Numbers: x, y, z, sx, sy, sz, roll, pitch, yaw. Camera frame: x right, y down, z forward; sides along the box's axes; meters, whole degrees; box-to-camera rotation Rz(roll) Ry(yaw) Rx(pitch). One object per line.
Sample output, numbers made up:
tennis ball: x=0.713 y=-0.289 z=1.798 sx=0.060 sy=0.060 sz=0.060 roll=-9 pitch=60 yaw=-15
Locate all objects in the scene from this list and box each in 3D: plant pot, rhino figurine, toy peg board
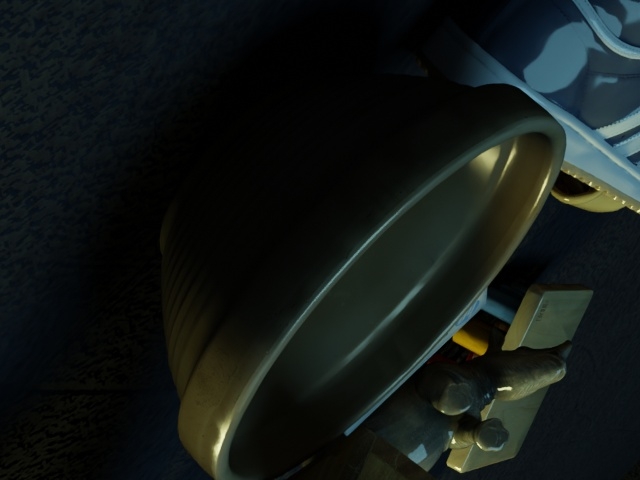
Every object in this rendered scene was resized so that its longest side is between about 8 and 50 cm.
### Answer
plant pot: x=0.000 y=0.000 z=0.909 sx=0.237 sy=0.110 sz=0.237 roll=-42 pitch=162 yaw=-17
rhino figurine: x=0.090 y=0.128 z=1.401 sx=0.243 sy=0.073 sz=0.106 roll=-28 pitch=-168 yaw=-20
toy peg board: x=0.140 y=0.097 z=1.556 sx=0.161 sy=0.079 sz=0.161 roll=-66 pitch=160 yaw=8

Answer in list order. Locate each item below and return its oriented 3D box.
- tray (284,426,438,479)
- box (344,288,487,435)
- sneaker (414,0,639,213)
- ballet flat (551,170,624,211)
tray: x=-0.097 y=0.269 z=1.037 sx=0.411 sy=0.076 sz=0.203 roll=-41 pitch=-164 yaw=46
box: x=0.052 y=0.049 z=1.267 sx=0.145 sy=0.038 sz=0.186 roll=-43 pitch=164 yaw=-12
sneaker: x=0.181 y=-0.108 z=1.054 sx=0.153 sy=0.099 sz=0.282 roll=-52 pitch=147 yaw=13
ballet flat: x=0.237 y=-0.107 z=1.306 sx=0.073 sy=0.080 sz=0.232 roll=-3 pitch=134 yaw=-45
